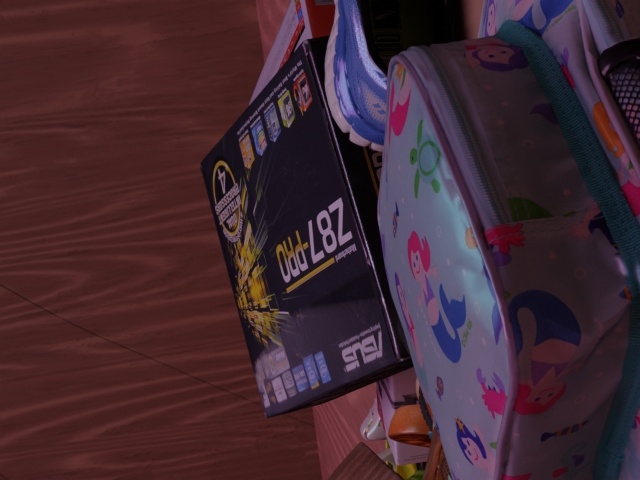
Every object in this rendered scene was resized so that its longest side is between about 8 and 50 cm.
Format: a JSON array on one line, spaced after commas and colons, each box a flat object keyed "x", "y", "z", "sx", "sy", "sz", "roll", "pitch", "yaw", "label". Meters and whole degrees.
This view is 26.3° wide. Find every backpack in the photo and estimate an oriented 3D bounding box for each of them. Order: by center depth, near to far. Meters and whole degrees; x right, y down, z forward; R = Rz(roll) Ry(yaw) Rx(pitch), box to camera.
[{"x": 0.121, "y": -0.008, "z": 0.541, "sx": 0.225, "sy": 0.191, "sz": 0.253, "roll": 89, "pitch": 176, "yaw": -56, "label": "backpack"}]

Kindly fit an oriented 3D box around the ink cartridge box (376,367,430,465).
[{"x": 0.099, "y": 0.154, "z": 1.517, "sx": 0.109, "sy": 0.063, "sz": 0.150, "roll": -108, "pitch": 11, "yaw": -59, "label": "ink cartridge box"}]

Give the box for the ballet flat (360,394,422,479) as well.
[{"x": 0.089, "y": 0.253, "z": 1.685, "sx": 0.077, "sy": 0.077, "sz": 0.230, "roll": -116, "pitch": 18, "yaw": -73, "label": "ballet flat"}]

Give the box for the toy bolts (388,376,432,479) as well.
[{"x": 0.083, "y": 0.161, "z": 1.158, "sx": 0.228, "sy": 0.218, "sz": 0.158, "roll": 156, "pitch": 121, "yaw": -65, "label": "toy bolts"}]

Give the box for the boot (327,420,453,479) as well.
[{"x": 0.140, "y": 0.125, "z": 0.757, "sx": 0.220, "sy": 0.283, "sz": 0.109, "roll": 35, "pitch": 174, "yaw": 38, "label": "boot"}]

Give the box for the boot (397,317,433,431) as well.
[{"x": 0.123, "y": 0.046, "z": 0.987, "sx": 0.246, "sy": 0.084, "sz": 0.161, "roll": -116, "pitch": 36, "yaw": -57, "label": "boot"}]

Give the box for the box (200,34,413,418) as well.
[{"x": 0.000, "y": 0.000, "z": 1.435, "sx": 0.395, "sy": 0.097, "sz": 0.318, "roll": -34, "pitch": 71, "yaw": 65, "label": "box"}]

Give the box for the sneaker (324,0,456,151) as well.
[{"x": 0.060, "y": -0.249, "z": 1.165, "sx": 0.147, "sy": 0.130, "sz": 0.329, "roll": 157, "pitch": 102, "yaw": -69, "label": "sneaker"}]

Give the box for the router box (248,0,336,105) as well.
[{"x": 0.001, "y": -0.110, "z": 1.687, "sx": 0.335, "sy": 0.082, "sz": 0.301, "roll": 124, "pitch": 138, "yaw": -65, "label": "router box"}]
